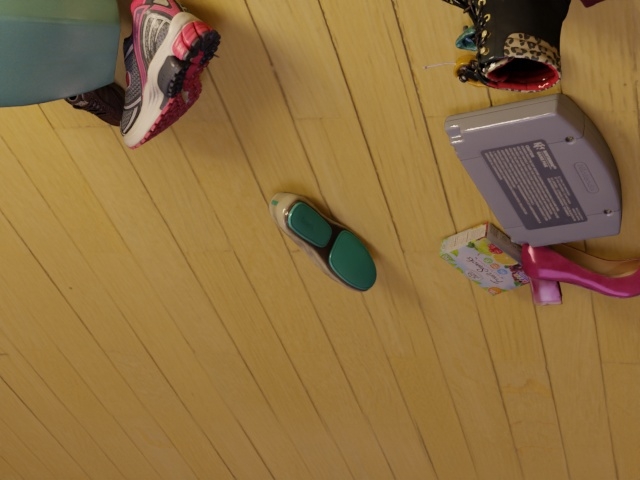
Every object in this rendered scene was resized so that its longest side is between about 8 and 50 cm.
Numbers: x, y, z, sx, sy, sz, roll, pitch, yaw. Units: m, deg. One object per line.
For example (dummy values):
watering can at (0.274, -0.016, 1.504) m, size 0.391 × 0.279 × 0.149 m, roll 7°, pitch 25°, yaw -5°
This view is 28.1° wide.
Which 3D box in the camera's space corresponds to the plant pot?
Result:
plant pot at (-0.388, -0.283, 1.683) m, size 0.234 × 0.165 × 0.165 m, roll -1°, pitch 140°, yaw -17°

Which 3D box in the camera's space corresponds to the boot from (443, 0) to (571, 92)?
boot at (0.187, -0.275, 1.530) m, size 0.236 × 0.178 × 0.085 m, roll 10°, pitch 146°, yaw 0°

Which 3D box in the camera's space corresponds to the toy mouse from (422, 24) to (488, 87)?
toy mouse at (0.236, -0.253, 1.682) m, size 0.161 × 0.031 × 0.143 m, roll 18°, pitch 146°, yaw -11°

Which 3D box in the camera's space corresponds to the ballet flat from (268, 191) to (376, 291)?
ballet flat at (0.000, 0.000, 2.097) m, size 0.086 × 0.086 × 0.248 m, roll -15°, pitch 137°, yaw 33°

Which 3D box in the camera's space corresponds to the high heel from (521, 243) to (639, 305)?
high heel at (0.444, 0.029, 2.025) m, size 0.244 × 0.082 × 0.117 m, roll -7°, pitch 110°, yaw 14°

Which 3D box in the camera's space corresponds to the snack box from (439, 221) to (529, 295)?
snack box at (0.277, 0.031, 2.084) m, size 0.141 × 0.037 × 0.100 m, roll 35°, pitch 141°, yaw -31°

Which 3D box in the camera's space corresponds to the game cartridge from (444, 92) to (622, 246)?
game cartridge at (0.327, -0.099, 1.866) m, size 0.198 × 0.062 × 0.297 m, roll -12°, pitch 140°, yaw 25°

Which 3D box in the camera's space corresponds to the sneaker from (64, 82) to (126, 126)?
sneaker at (-0.348, -0.215, 1.873) m, size 0.066 × 0.071 × 0.188 m, roll -11°, pitch 140°, yaw 29°

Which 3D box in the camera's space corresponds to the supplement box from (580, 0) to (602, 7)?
supplement box at (0.304, -0.381, 1.437) m, size 0.130 × 0.073 × 0.239 m, roll -15°, pitch 138°, yaw 34°

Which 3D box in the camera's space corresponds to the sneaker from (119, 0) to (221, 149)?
sneaker at (-0.229, -0.237, 1.790) m, size 0.112 × 0.121 × 0.299 m, roll 43°, pitch 145°, yaw 5°
